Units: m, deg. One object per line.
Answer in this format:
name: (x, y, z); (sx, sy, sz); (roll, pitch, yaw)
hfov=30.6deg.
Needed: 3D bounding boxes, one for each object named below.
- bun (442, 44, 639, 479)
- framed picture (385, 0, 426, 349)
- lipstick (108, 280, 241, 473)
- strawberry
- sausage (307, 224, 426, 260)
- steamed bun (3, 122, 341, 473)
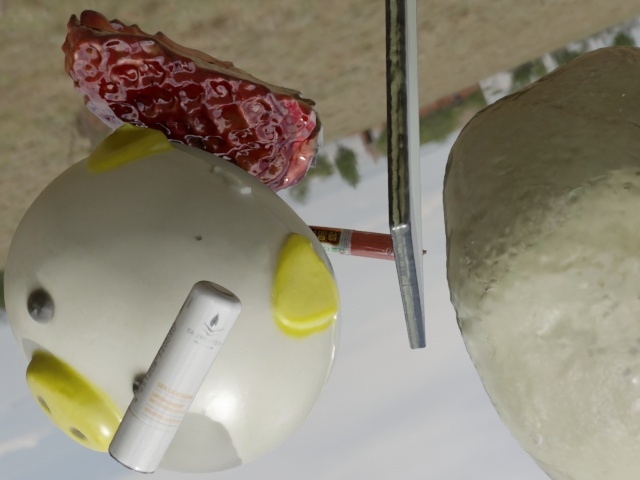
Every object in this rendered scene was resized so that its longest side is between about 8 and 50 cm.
bun: (0.127, 0.007, 0.430); (0.113, 0.166, 0.173); (-18, -158, 33)
framed picture: (0.058, -0.123, 0.789); (0.016, 0.347, 0.265); (-1, 161, 7)
lipstick: (-0.103, 0.096, 0.832); (0.141, 0.040, 0.040); (-62, 178, 7)
strawberry: (-0.161, -0.153, 1.387); (0.336, 0.149, 0.265); (18, -168, -37)
sausage: (0.000, 0.000, 1.373); (0.253, 0.034, 0.034); (5, -170, 14)
steamed bun: (-0.157, 0.068, 1.248); (0.334, 0.374, 0.334); (-52, 166, -19)
